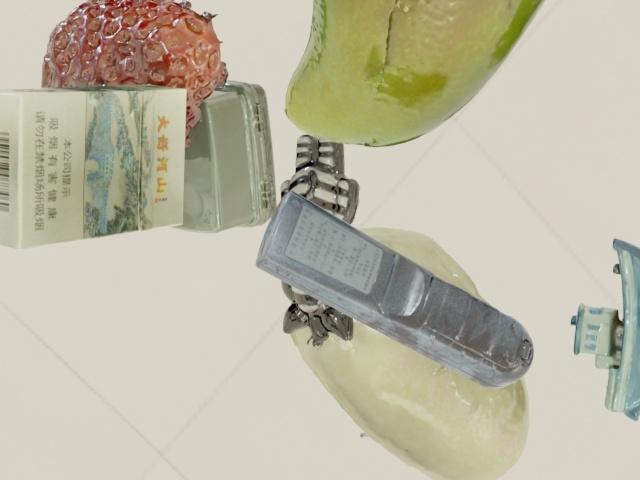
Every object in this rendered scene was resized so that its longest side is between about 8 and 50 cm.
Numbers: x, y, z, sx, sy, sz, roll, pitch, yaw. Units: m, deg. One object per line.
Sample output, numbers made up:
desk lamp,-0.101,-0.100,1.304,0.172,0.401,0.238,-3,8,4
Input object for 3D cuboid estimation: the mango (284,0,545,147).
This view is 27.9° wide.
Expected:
mango,0.052,-0.138,0.645,0.125,0.111,0.233,28,120,-20

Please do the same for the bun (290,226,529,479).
bun,0.120,0.131,1.583,0.213,0.361,0.361,-43,106,8

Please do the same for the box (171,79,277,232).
box,-0.148,-0.116,1.799,0.129,0.148,0.210,-20,111,-48

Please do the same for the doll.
doll,0.000,0.000,1.329,0.067,0.091,0.219,4,87,-56

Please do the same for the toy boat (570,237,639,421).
toy boat,0.350,0.105,1.543,0.102,0.088,0.215,6,95,13

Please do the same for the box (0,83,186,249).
box,-0.259,-0.087,1.435,0.256,0.069,0.164,-11,108,-53

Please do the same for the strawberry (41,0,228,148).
strawberry,-0.256,-0.184,1.635,0.150,0.280,0.254,-15,115,-39

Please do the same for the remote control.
remote control,0.041,0.028,0.642,0.152,0.027,0.044,28,64,-13

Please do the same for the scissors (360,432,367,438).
scissors,0.110,0.284,1.875,0.144,0.247,0.017,29,96,8
